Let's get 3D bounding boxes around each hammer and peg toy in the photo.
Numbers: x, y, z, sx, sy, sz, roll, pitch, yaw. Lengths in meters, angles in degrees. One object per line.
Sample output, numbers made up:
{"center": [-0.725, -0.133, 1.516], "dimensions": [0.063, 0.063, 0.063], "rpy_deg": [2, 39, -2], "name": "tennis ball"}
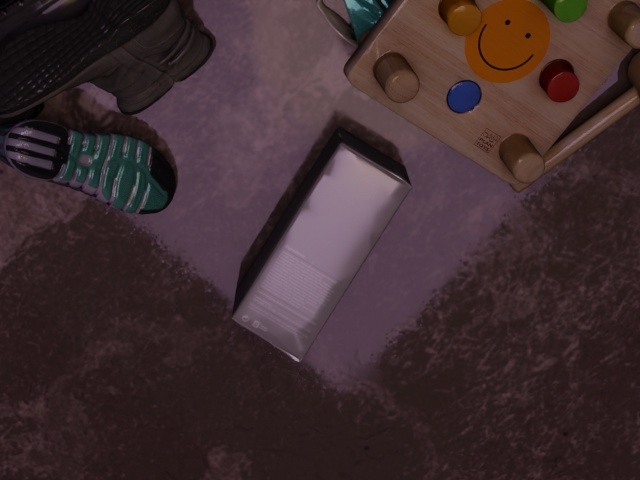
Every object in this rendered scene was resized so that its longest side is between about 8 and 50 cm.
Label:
{"center": [0.230, -0.181, 1.514], "dimensions": [0.361, 0.127, 0.266], "rpy_deg": [30, 109, -28], "name": "hammer and peg toy"}

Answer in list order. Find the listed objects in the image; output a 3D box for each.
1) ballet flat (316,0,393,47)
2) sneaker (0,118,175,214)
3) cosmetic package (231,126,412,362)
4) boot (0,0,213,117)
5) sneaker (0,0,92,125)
{"center": [0.022, -0.295, 1.561], "dimensions": [0.087, 0.083, 0.247], "rpy_deg": [-25, 101, 21], "name": "ballet flat"}
{"center": [-0.267, -0.091, 1.594], "dimensions": [0.223, 0.098, 0.083], "rpy_deg": [21, 86, -41], "name": "sneaker"}
{"center": [0.000, 0.000, 1.607], "dimensions": [0.107, 0.127, 0.238], "rpy_deg": [34, 103, -8], "name": "cosmetic package"}
{"center": [-0.235, -0.177, 1.537], "dimensions": [0.246, 0.161, 0.083], "rpy_deg": [-33, 58, -2], "name": "boot"}
{"center": [-0.336, -0.200, 1.577], "dimensions": [0.286, 0.109, 0.130], "rpy_deg": [-34, 112, 14], "name": "sneaker"}
